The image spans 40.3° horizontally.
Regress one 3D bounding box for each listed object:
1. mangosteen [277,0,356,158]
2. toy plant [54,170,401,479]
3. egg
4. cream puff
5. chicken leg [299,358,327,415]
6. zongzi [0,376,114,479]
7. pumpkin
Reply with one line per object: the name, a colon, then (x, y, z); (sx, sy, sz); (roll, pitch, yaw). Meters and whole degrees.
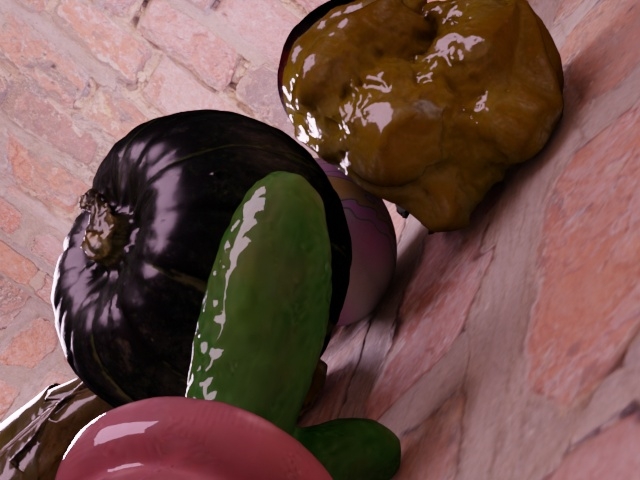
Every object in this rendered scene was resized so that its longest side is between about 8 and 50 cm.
mangosteen: (0.082, -0.277, 1.517); (0.330, 0.330, 0.330); (-52, 7, 9)
toy plant: (-0.065, 0.162, 0.577); (0.356, 0.210, 0.317); (-56, -20, -58)
egg: (0.000, 0.000, 1.080); (0.196, 0.196, 0.271); (-53, 18, 1)
cream puff: (0.106, -0.175, 0.965); (0.270, 0.274, 0.323); (-59, 7, 5)
chicken leg: (-0.113, 0.205, 1.154); (0.201, 0.153, 0.429); (-42, -3, -15)
zongzi: (-0.349, 0.350, 1.169); (0.447, 0.181, 0.418); (-36, 34, 22)
pumpkin: (-0.120, 0.030, 0.878); (0.323, 0.241, 0.323); (-18, 62, 39)
